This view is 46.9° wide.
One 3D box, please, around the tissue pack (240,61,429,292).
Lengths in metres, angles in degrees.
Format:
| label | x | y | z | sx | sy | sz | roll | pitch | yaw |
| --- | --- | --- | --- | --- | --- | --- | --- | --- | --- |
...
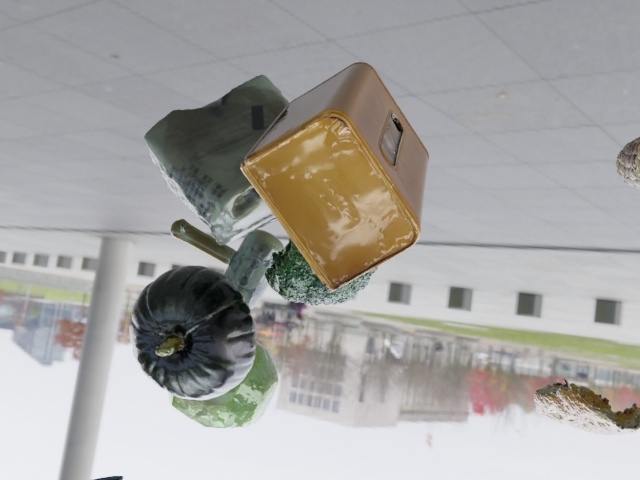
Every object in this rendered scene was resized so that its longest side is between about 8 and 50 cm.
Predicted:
| label | x | y | z | sx | sy | sz | roll | pitch | yaw |
| --- | --- | --- | --- | --- | --- | --- | --- | --- | --- |
| tissue pack | 0.035 | -0.099 | 0.948 | 0.145 | 0.194 | 0.274 | -32 | -164 | 21 |

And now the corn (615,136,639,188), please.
| label | x | y | z | sx | sy | sz | roll | pitch | yaw |
| --- | --- | --- | --- | --- | --- | --- | --- | --- | --- |
| corn | 0.515 | -0.123 | 1.135 | 0.098 | 0.098 | 0.290 | 7 | -174 | 12 |

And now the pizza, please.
| label | x | y | z | sx | sy | sz | roll | pitch | yaw |
| --- | --- | --- | --- | --- | --- | --- | --- | --- | --- |
| pizza | 0.623 | 0.396 | 1.759 | 0.182 | 0.074 | 0.365 | 41 | 163 | -5 |

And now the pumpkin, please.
| label | x | y | z | sx | sy | sz | roll | pitch | yaw |
| --- | --- | --- | --- | --- | --- | --- | --- | --- | --- |
| pumpkin | -0.237 | 0.173 | 1.350 | 0.249 | 0.250 | 0.216 | 6 | -169 | 15 |

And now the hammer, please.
| label | x | y | z | sx | sy | sz | roll | pitch | yaw |
| --- | --- | --- | --- | --- | --- | --- | --- | --- | --- |
| hammer | -0.248 | 0.025 | 1.830 | 0.305 | 0.202 | 0.113 | 30 | 178 | 18 |

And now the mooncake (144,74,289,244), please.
| label | x | y | z | sx | sy | sz | roll | pitch | yaw |
| --- | --- | --- | --- | --- | --- | --- | --- | --- | --- |
| mooncake | -0.133 | -0.130 | 1.239 | 0.250 | 0.254 | 0.136 | -31 | 155 | -18 |

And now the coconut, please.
| label | x | y | z | sx | sy | sz | roll | pitch | yaw |
| --- | --- | --- | --- | --- | --- | --- | --- | --- | --- |
| coconut | -0.284 | 0.373 | 2.042 | 0.328 | 0.281 | 0.328 | 21 | -160 | -8 |

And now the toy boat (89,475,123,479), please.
| label | x | y | z | sx | sy | sz | roll | pitch | yaw |
| --- | --- | --- | --- | --- | --- | --- | --- | --- | --- |
| toy boat | -0.569 | 0.750 | 1.874 | 0.142 | 0.309 | 0.129 | 18 | 156 | -4 |

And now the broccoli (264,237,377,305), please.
| label | x | y | z | sx | sy | sz | roll | pitch | yaw |
| --- | --- | --- | --- | --- | --- | --- | --- | --- | --- |
| broccoli | 0.000 | 0.000 | 1.454 | 0.269 | 0.270 | 0.270 | -26 | -175 | 3 |
